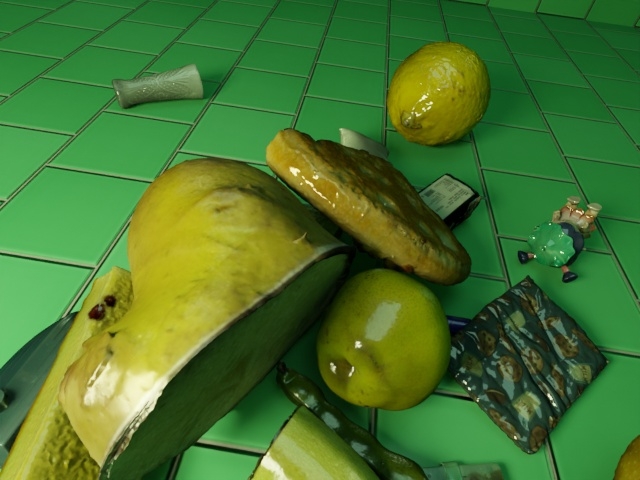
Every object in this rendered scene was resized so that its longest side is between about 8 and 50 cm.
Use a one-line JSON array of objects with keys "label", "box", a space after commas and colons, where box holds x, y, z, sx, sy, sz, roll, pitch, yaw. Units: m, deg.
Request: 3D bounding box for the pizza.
[{"label": "pizza", "box": [0.090, -0.054, 0.669, 0.409, 0.114, 0.277, 31, 24, -24]}]

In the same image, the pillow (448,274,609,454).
[{"label": "pillow", "box": [0.325, 0.180, 0.636, 0.256, 0.034, 0.188, -27, 68, -26]}]

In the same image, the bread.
[{"label": "bread", "box": [-0.263, 0.205, 0.487, 0.138, 0.077, 0.361, 36, 35, -32]}]

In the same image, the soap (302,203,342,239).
[{"label": "soap", "box": [-0.075, -0.040, 0.774, 0.252, 0.036, 0.092, 15, 43, 25]}]

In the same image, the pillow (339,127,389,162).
[{"label": "pillow", "box": [0.115, -0.162, 0.928, 0.145, 0.078, 0.253, 14, 43, -18]}]

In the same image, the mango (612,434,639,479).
[{"label": "mango", "box": [0.433, 0.364, 0.410, 0.177, 0.176, 0.329, -30, 39, 27]}]

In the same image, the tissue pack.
[{"label": "tissue pack", "box": [0.242, -0.062, 0.839, 0.170, 0.090, 0.103, -34, 58, -30]}]

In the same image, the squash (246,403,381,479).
[{"label": "squash", "box": [0.012, 0.290, 0.452, 0.187, 0.122, 0.123, 33, 51, 23]}]

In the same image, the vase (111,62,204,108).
[{"label": "vase", "box": [-0.439, -0.414, 1.092, 0.220, 0.096, 0.096, -18, 51, -19]}]

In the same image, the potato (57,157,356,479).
[{"label": "potato", "box": [-0.166, 0.048, 0.523, 0.296, 0.289, 0.397, 40, 51, 18]}]

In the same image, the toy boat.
[{"label": "toy boat", "box": [-0.366, 0.185, 0.536, 0.093, 0.103, 0.246, 0, 34, 5]}]

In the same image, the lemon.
[{"label": "lemon", "box": [0.300, -0.371, 1.035, 0.254, 0.253, 0.310, 30, 50, 20]}]

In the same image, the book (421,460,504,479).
[{"label": "book", "box": [0.173, 0.332, 0.502, 0.135, 0.017, 0.103, 0, 47, -6]}]

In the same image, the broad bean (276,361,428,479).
[{"label": "broad bean", "box": [0.035, 0.250, 0.532, 0.256, 0.052, 0.052, 33, 39, 26]}]

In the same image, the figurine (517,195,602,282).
[{"label": "figurine", "box": [0.495, -0.005, 0.813, 0.195, 0.102, 0.112, -29, 44, -33]}]

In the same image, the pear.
[{"label": "pear", "box": [0.092, 0.136, 0.566, 0.199, 0.198, 0.198, 4, 46, -4]}]

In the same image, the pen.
[{"label": "pen", "box": [0.118, 0.125, 0.684, 0.270, 0.033, 0.033, 10, 46, 2]}]
